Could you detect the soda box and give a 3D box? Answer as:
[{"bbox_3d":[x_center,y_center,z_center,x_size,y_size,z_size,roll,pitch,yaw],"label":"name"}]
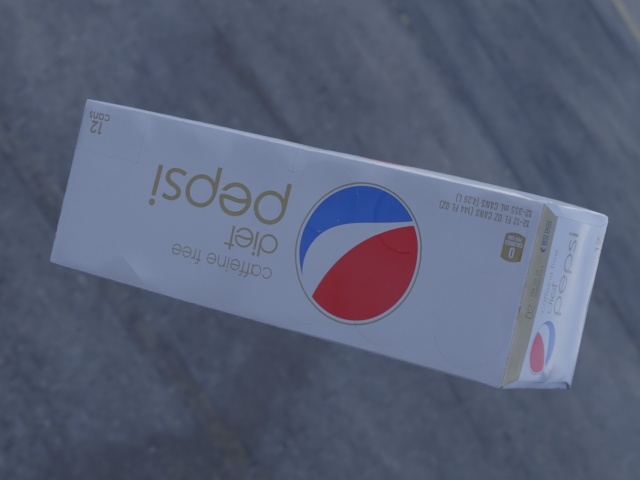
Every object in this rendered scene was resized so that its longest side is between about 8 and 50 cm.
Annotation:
[{"bbox_3d":[0.000,0.000,0.757,0.069,0.216,0.074,9,94,-61],"label":"soda box"}]
